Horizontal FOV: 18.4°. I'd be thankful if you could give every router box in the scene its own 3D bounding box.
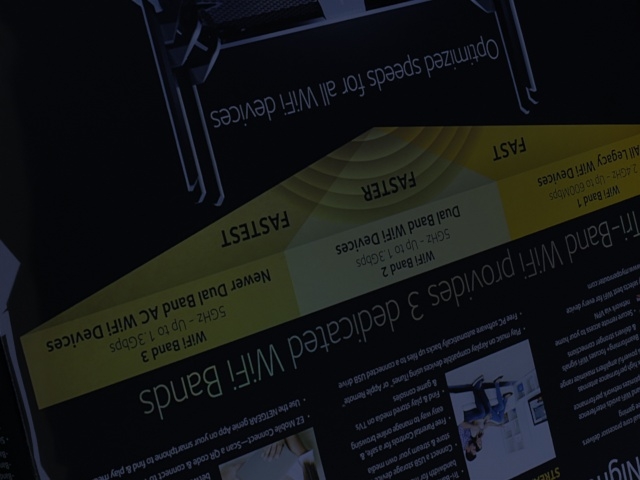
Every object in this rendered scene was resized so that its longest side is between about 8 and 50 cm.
[{"bbox_3d":[0.000,0.000,0.661,0.308,0.081,0.243,-17,95,-40],"label":"router box"}]
